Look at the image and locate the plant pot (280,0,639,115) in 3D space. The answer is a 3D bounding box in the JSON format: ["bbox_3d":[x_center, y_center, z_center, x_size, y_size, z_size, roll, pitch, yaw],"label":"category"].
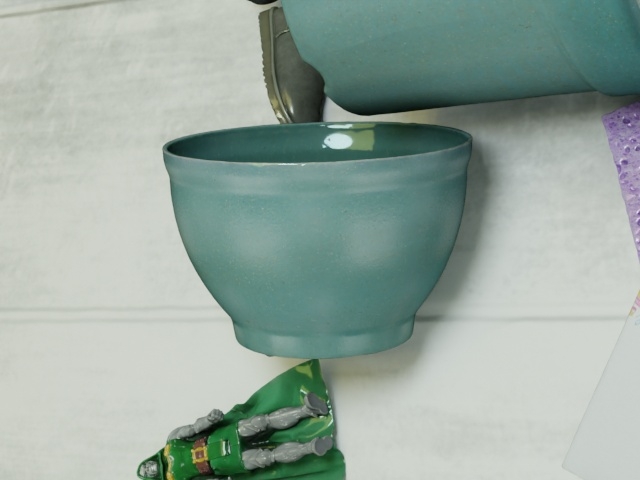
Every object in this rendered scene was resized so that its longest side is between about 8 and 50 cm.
[{"bbox_3d":[0.158,-0.266,1.407,0.334,0.341,0.341,-9,69,28],"label":"plant pot"}]

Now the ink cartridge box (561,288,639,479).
[{"bbox_3d":[0.362,0.104,1.221,0.197,0.198,0.270,27,97,37],"label":"ink cartridge box"}]

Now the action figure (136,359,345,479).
[{"bbox_3d":[-0.092,0.214,1.579,0.232,0.063,0.137,-20,67,29],"label":"action figure"}]

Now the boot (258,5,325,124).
[{"bbox_3d":[0.040,-0.215,1.643,0.208,0.076,0.190,-19,66,18],"label":"boot"}]

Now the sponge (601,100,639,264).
[{"bbox_3d":[0.336,-0.040,1.412,0.117,0.031,0.210,-21,63,25],"label":"sponge"}]

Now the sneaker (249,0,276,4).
[{"bbox_3d":[0.039,-0.369,1.656,0.330,0.122,0.146,-49,54,9],"label":"sneaker"}]

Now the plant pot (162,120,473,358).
[{"bbox_3d":[0.000,0.000,1.482,0.293,0.293,0.196,5,103,33],"label":"plant pot"}]
